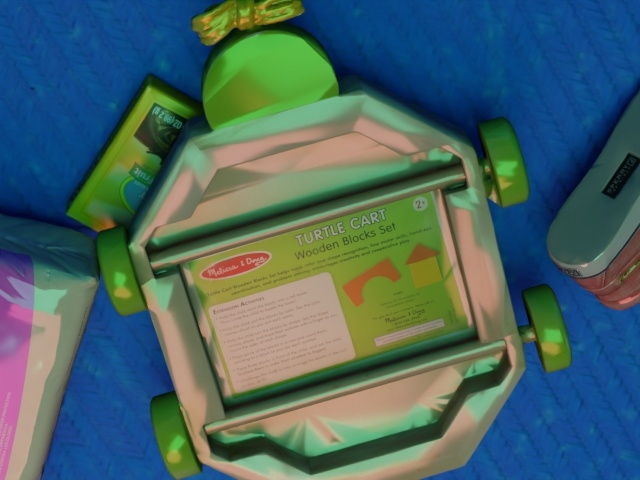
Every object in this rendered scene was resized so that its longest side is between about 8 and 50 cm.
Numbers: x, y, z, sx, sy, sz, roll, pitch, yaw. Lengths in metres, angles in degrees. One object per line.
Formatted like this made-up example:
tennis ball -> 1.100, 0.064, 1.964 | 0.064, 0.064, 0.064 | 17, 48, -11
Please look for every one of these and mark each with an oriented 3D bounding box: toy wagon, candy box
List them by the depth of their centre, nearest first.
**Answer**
toy wagon -> 0.000, 0.000, 1.239 | 0.267, 0.068, 0.344 | -16, 111, 0
candy box -> -0.049, -0.011, 1.282 | 0.206, 0.027, 0.105 | 29, 110, -15

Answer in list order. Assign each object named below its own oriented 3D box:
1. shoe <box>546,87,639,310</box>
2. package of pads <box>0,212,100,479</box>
shoe -> 0.220, -0.039, 1.275 | 0.178, 0.063, 0.081 | -52, 139, -2
package of pads -> -0.307, 0.080, 1.234 | 0.296, 0.101, 0.229 | 14, 108, -11
